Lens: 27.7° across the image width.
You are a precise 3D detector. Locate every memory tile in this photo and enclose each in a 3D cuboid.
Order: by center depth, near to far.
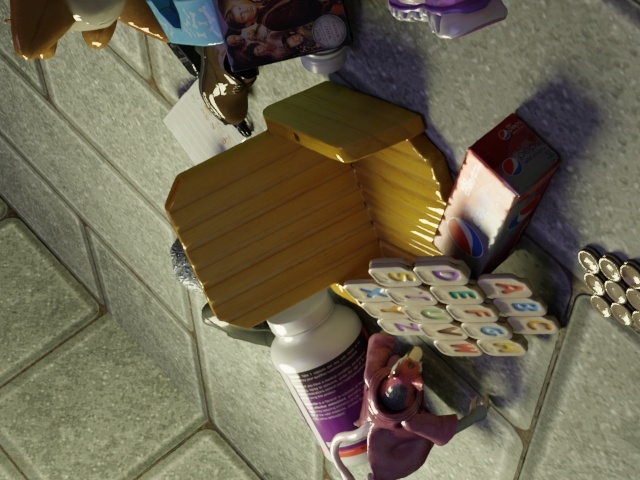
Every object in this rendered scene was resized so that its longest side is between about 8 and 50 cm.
[{"bbox_3d":[0.387,0.067,1.625,0.148,0.012,0.113,25,145,52],"label":"memory tile"}]

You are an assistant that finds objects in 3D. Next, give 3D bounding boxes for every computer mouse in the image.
[{"bbox_3d":[-0.189,-0.280,2.251,0.242,0.041,0.071,53,168,-17],"label":"computer mouse"}]

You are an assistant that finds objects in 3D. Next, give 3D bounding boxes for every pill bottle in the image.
[{"bbox_3d":[-0.001,-0.298,1.773,0.078,0.078,0.137,40,155,31],"label":"pill bottle"},{"bbox_3d":[0.026,0.246,2.403,0.181,0.181,0.323,14,136,58],"label":"pill bottle"}]

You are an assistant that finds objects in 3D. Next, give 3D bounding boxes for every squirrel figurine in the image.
[{"bbox_3d":[-0.448,-0.511,2.202,0.370,0.281,0.397,36,140,60],"label":"squirrel figurine"}]

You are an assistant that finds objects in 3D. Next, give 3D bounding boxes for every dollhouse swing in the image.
[{"bbox_3d":[0.000,0.000,1.919,0.315,0.305,0.347,28,146,48],"label":"dollhouse swing"}]

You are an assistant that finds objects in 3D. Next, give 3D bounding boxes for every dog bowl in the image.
[{"bbox_3d":[-0.140,-0.333,1.844,0.297,0.166,0.074,22,131,65],"label":"dog bowl"}]

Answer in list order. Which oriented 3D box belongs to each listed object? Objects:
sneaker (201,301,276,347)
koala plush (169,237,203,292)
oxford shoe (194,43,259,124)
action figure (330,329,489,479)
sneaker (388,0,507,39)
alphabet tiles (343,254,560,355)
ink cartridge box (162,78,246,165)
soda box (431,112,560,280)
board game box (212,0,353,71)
[{"bbox_3d":[-0.108,0.156,2.498,0.130,0.109,0.286,-14,149,39],"label":"sneaker"},{"bbox_3d":[-0.175,-0.021,2.430,0.196,0.203,0.221,41,139,12],"label":"koala plush"},{"bbox_3d":[-0.145,-0.264,2.117,0.096,0.083,0.227,35,153,29],"label":"oxford shoe"},{"bbox_3d":[0.111,0.261,2.167,0.248,0.275,0.370,54,173,16],"label":"action figure"},{"bbox_3d":[0.131,-0.298,1.449,0.236,0.095,0.105,-132,19,-68],"label":"sneaker"},{"bbox_3d":[0.184,0.098,1.833,0.278,0.021,0.284,-3,149,30],"label":"alphabet tiles"},{"bbox_3d":[-0.205,-0.213,2.395,0.145,0.045,0.179,53,140,1],"label":"ink cartridge box"},{"bbox_3d":[0.223,-0.048,1.686,0.092,0.083,0.263,46,157,16],"label":"soda box"},{"bbox_3d":[-0.066,-0.351,1.660,0.042,0.165,0.243,-83,-21,-68],"label":"board game box"}]
